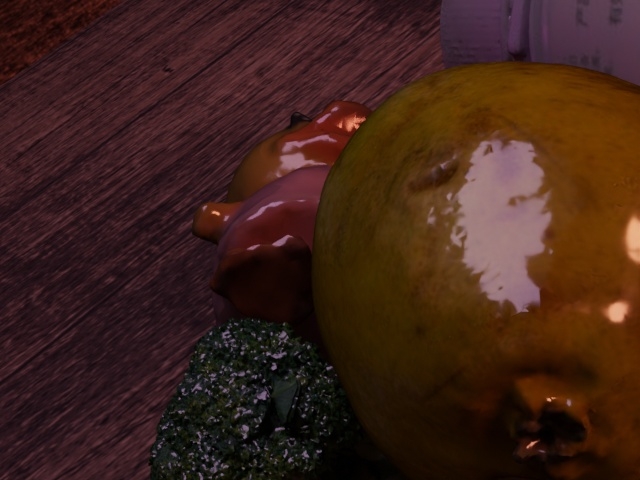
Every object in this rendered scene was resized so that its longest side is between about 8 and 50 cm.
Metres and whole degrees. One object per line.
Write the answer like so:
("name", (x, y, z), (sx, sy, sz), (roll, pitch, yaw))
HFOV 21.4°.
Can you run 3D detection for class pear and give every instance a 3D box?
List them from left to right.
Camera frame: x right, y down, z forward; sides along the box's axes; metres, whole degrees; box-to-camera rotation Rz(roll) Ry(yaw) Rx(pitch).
("pear", (0.123, 0.026, 0.920), (0.269, 0.269, 0.321), (-23, 10, 17))

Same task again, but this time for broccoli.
("broccoli", (-0.026, 0.131, 1.027), (0.156, 0.195, 0.195), (-13, 23, -7))

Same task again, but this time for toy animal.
("toy animal", (-0.001, 0.002, 1.258), (0.281, 0.195, 0.169), (-84, 17, -57))

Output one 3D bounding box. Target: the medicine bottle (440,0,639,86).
("medicine bottle", (0.244, -0.143, 1.131), (0.241, 0.241, 0.302), (-41, 26, -21))
